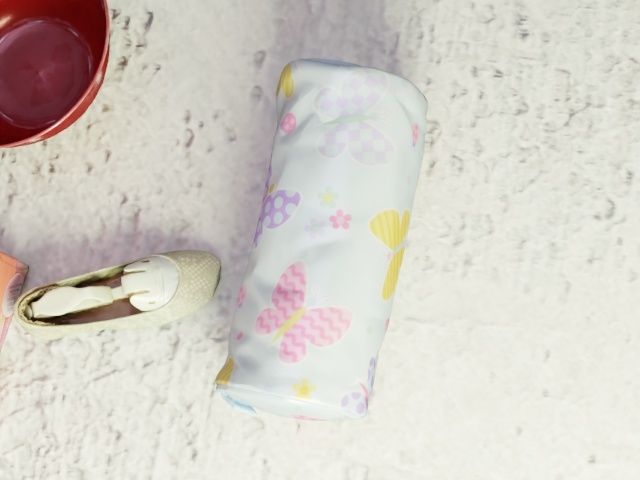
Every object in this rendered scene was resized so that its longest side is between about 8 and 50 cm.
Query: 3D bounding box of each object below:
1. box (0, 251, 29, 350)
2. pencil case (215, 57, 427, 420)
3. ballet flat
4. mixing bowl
[{"bbox_3d":[-0.406,0.039,1.130,0.300,0.142,0.154,16,83,12],"label":"box"},{"bbox_3d":[0.000,0.000,1.086,0.124,0.113,0.273,7,80,20],"label":"pencil case"},{"bbox_3d":[-0.159,0.044,1.134,0.168,0.052,0.057,-16,76,6],"label":"ballet flat"},{"bbox_3d":[-0.243,-0.148,1.163,0.181,0.098,0.181,-2,77,9],"label":"mixing bowl"}]
